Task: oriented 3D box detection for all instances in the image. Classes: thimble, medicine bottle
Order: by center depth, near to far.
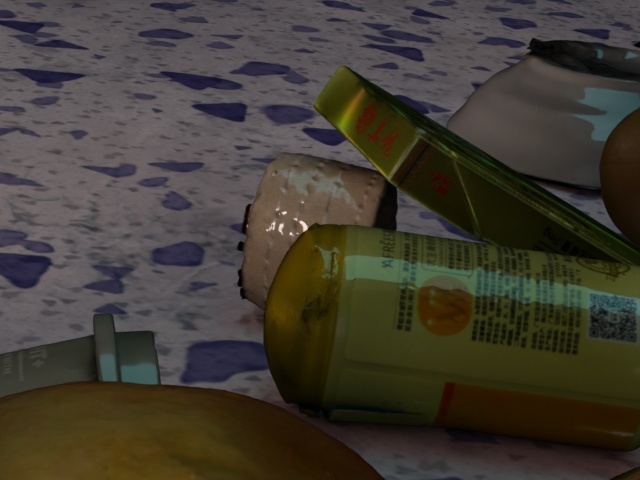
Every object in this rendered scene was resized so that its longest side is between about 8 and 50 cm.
[{"bbox_3d":[0.084,0.058,1.026,0.238,0.124,0.124,6,19,-2],"label":"medicine bottle"},{"bbox_3d":[0.000,0.000,1.164,0.090,0.115,0.102,13,17,11],"label":"thimble"}]

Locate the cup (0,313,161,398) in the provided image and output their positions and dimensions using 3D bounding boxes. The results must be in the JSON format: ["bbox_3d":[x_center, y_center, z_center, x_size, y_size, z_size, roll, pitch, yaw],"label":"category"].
[{"bbox_3d":[-0.147,0.099,0.831,0.141,0.120,0.120,-5,21,-10],"label":"cup"}]

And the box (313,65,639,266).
[{"bbox_3d":[0.149,-0.009,1.160,0.311,0.043,0.173,29,9,-24],"label":"box"}]

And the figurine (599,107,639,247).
[{"bbox_3d":[0.361,-0.038,1.334,0.284,0.167,0.342,13,-24,9],"label":"figurine"}]

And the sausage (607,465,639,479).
[{"bbox_3d":[0.117,0.152,0.637,0.125,0.117,0.317,33,-17,2],"label":"sausage"}]

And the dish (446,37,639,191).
[{"bbox_3d":[0.285,-0.134,1.680,0.316,0.106,0.316,6,19,-2],"label":"dish"}]

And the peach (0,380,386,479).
[{"bbox_3d":[-0.056,0.149,0.518,0.256,0.232,0.232,-10,22,-9],"label":"peach"}]
